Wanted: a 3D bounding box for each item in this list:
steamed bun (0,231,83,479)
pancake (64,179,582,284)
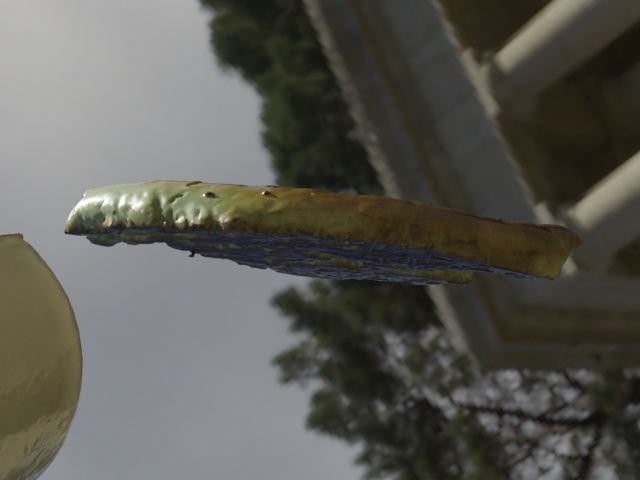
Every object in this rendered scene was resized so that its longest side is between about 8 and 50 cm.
[{"bbox_3d":[-0.257,0.098,0.949,0.146,0.241,0.164,-22,-84,-63],"label":"steamed bun"},{"bbox_3d":[0.001,-0.005,1.213,0.376,0.197,0.054,7,-102,1],"label":"pancake"}]
